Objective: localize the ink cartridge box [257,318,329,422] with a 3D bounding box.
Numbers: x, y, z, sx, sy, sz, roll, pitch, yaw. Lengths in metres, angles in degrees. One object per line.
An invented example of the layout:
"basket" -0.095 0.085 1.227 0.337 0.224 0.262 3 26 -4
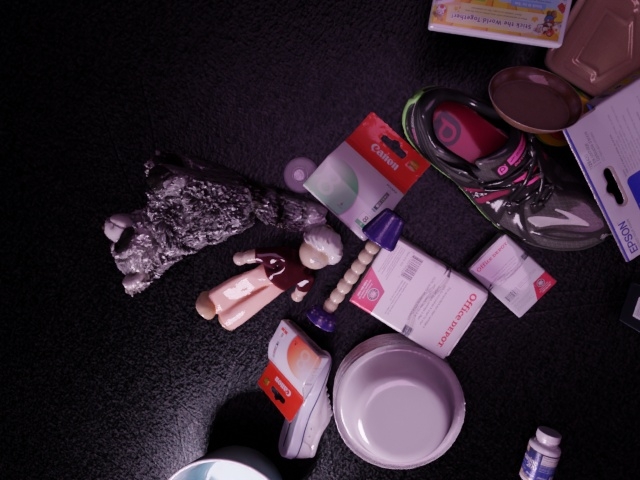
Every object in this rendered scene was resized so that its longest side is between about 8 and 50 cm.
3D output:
"ink cartridge box" -0.077 0.290 1.136 0.145 0.045 0.179 37 99 41

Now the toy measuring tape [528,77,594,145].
"toy measuring tape" 0.531 -0.223 1.020 0.330 0.121 0.121 24 99 -13

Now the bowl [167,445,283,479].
"bowl" -0.204 0.607 1.167 0.311 0.163 0.312 1 97 6

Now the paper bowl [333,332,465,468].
"paper bowl" 0.169 0.357 1.094 0.284 0.148 0.284 0 96 1

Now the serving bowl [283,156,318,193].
"serving bowl" -0.044 -0.146 1.125 0.083 0.027 0.083 1 97 7

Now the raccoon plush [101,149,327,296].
"raccoon plush" -0.239 0.006 1.087 0.446 0.216 0.299 21 107 3

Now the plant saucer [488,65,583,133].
"plant saucer" 0.383 -0.249 0.910 0.168 0.029 0.169 2 57 -2

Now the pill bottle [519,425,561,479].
"pill bottle" 0.491 0.479 1.120 0.067 0.067 0.120 14 98 5

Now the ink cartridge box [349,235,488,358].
"ink cartridge box" 0.209 0.113 1.090 0.237 0.100 0.172 31 99 3

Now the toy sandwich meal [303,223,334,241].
"toy sandwich meal" 0.000 0.000 1.136 0.085 0.029 0.086 1 97 6

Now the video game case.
"video game case" 0.312 -0.446 0.846 0.226 0.026 0.207 10 99 2

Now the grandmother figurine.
"grandmother figurine" -0.094 0.080 1.091 0.342 0.207 0.104 -33 53 20

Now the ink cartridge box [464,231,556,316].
"ink cartridge box" 0.403 0.071 1.081 0.150 0.063 0.109 43 99 1

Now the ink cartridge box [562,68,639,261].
"ink cartridge box" 0.635 -0.167 0.948 0.307 0.072 0.304 -32 104 6

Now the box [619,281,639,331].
"box" 0.724 0.159 1.009 0.158 0.156 0.093 14 99 4

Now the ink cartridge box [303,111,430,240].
"ink cartridge box" 0.102 -0.140 1.082 0.181 0.056 0.225 42 93 -1

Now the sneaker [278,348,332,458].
"sneaker" -0.017 0.377 1.165 0.091 0.094 0.258 18 93 -28

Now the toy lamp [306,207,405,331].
"toy lamp" 0.074 0.059 1.022 0.080 0.080 0.275 33 102 2

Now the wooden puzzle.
"wooden puzzle" 0.640 -0.400 0.978 0.347 0.080 0.322 29 97 -9

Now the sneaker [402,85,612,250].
"sneaker" 0.363 -0.131 0.991 0.482 0.202 0.185 33 100 2
